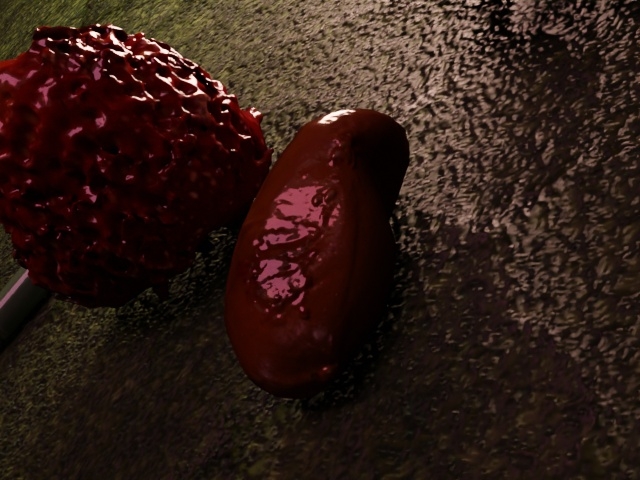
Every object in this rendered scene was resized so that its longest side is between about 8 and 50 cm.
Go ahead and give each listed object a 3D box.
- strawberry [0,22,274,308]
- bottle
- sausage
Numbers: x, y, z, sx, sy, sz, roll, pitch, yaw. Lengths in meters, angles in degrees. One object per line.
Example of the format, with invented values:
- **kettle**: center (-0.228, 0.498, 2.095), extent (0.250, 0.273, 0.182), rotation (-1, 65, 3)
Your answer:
- **strawberry**: center (-0.142, -0.055, 0.718), extent (0.187, 0.201, 0.184), rotation (-4, 59, 29)
- **bottle**: center (-0.246, 0.050, 0.867), extent (0.083, 0.030, 0.030), rotation (-52, 32, -12)
- **sausage**: center (0.000, 0.000, 0.592), extent (0.089, 0.089, 0.179), rotation (-13, 45, 41)
